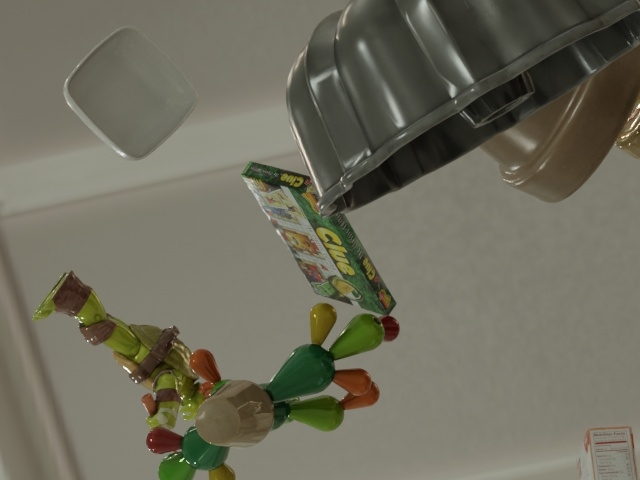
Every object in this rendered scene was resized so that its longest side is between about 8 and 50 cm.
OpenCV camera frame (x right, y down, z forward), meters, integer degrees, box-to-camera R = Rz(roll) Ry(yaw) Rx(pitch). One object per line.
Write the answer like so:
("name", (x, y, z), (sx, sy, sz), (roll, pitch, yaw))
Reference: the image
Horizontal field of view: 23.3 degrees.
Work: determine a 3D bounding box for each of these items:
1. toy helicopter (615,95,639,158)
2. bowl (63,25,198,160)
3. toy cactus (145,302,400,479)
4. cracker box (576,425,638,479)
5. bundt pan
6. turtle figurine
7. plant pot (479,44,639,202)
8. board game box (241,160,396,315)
("toy helicopter", (0.457, -0.251, 1.812), (0.355, 0.140, 0.235), (-60, 19, 7))
("bowl", (-0.240, -0.178, 1.924), (0.142, 0.142, 0.053), (46, 152, -10))
("toy cactus", (-0.049, 0.116, 1.164), (0.112, 0.219, 0.180), (66, -167, 7))
("cracker box", (0.405, 0.391, 2.155), (0.156, 0.067, 0.232), (83, -175, -66))
("bundt pan", (0.112, -0.151, 1.191), (0.124, 0.331, 0.331), (60, -176, 6))
("turtle figurine", (-0.175, 0.115, 1.516), (0.217, 0.087, 0.269), (38, -175, -9))
("plant pot", (0.196, -0.202, 1.632), (0.263, 0.229, 0.263), (-157, 90, -79))
("board game box", (0.000, 0.000, 2.084), (0.030, 0.136, 0.259), (-56, -43, -25))
